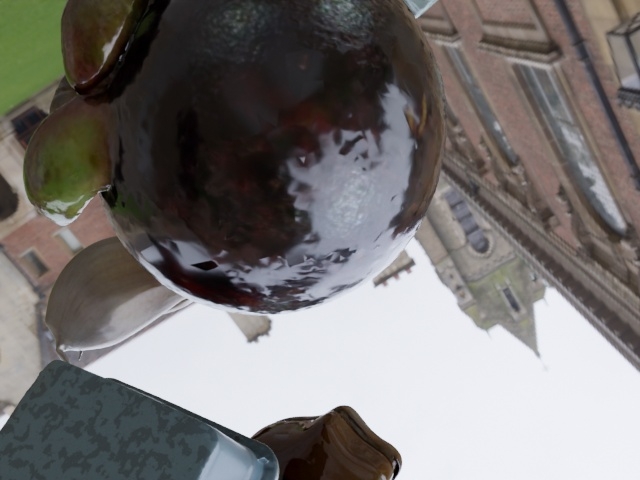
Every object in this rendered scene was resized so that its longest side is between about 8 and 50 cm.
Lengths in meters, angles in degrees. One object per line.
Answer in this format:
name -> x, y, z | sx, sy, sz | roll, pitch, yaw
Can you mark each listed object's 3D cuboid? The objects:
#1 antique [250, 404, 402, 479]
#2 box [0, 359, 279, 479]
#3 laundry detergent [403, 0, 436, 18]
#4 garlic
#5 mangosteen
antique -> -0.020, 0.337, 0.834 | 0.278, 0.223, 0.129 | -52, 165, 27
box -> -0.164, 0.204, 0.559 | 0.227, 0.130, 0.162 | 16, -117, 24
laundry detergent -> 0.105, -0.518, 1.137 | 0.105, 0.280, 0.215 | -18, -155, 52
garlic -> -0.418, 0.137, 1.411 | 0.340, 0.246, 0.231 | -42, 163, -25
mangosteen -> -0.053, -0.082, 0.489 | 0.288, 0.288, 0.288 | -30, -160, 12
